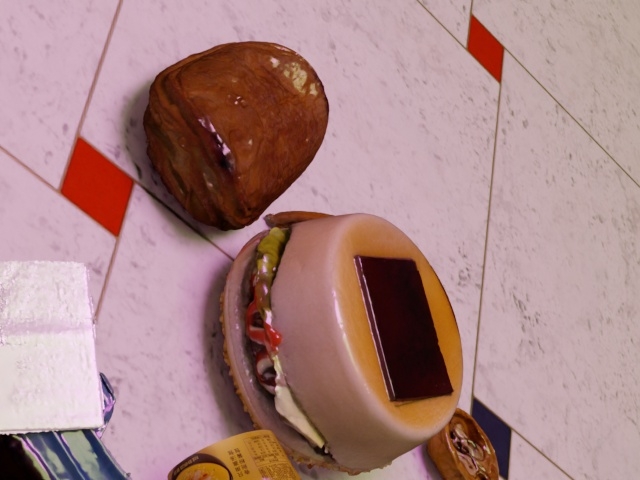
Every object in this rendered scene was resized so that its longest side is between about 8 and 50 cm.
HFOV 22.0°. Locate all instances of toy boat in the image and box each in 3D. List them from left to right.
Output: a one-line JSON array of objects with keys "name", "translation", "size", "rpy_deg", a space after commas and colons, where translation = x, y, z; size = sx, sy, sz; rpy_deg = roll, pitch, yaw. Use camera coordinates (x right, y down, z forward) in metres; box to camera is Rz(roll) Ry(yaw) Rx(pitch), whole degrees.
[{"name": "toy boat", "translation": [-0.223, 0.187, 1.437], "size": [0.142, 0.129, 0.309], "rpy_deg": [-38, 97, -41]}]

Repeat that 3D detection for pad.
[{"name": "pad", "translation": [-0.293, 0.087, 1.363], "size": [0.232, 0.004, 0.156], "rpy_deg": [2, 67, -26]}]

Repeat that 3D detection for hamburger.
[{"name": "hamburger", "translation": [0.023, 0.108, 1.781], "size": [0.302, 0.170, 0.302], "rpy_deg": [34, 46, -43]}]

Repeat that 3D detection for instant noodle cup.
[{"name": "instant noodle cup", "translation": [-0.076, 0.262, 1.585], "size": [0.151, 0.151, 0.122], "rpy_deg": [0, 57, -53]}]

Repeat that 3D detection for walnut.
[{"name": "walnut", "translation": [0.164, 0.258, 1.970], "size": [0.121, 0.052, 0.091], "rpy_deg": [58, 33, -13]}]

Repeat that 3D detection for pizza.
[{"name": "pizza", "translation": [0.001, -0.007, 1.886], "size": [0.100, 0.099, 0.029], "rpy_deg": [36, 57, -35]}]

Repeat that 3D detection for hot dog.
[{"name": "hot dog", "translation": [-0.092, -0.124, 1.821], "size": [0.196, 0.122, 0.272], "rpy_deg": [59, 31, -11]}]
